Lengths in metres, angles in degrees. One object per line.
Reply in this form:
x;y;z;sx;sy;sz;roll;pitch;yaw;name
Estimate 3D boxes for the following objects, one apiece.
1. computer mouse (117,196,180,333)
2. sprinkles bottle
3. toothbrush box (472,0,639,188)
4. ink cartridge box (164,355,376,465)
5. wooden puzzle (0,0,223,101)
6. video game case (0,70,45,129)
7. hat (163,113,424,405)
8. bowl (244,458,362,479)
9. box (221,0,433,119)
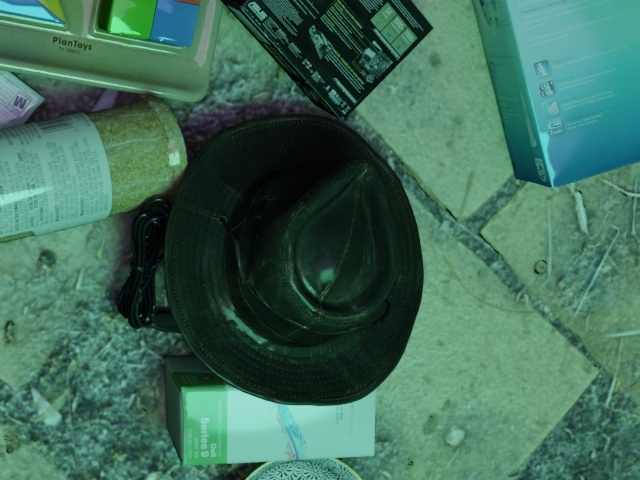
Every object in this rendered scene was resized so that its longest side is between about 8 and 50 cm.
-0.093;0.040;1.628;0.262;0.060;0.184;-1;129;-31;computer mouse
-0.316;-0.057;1.518;0.355;0.121;0.121;-15;101;-24;sprinkles bottle
0.301;-0.231;1.668;0.216;0.126;0.295;-18;102;-10;toothbrush box
-0.057;0.181;1.629;0.213;0.154;0.093;-3;98;-13;ink cartridge box
-0.235;-0.336;1.538;0.322;0.080;0.347;8;95;-22;wooden puzzle
-0.444;-0.139;1.558;0.232;0.042;0.210;38;88;-15;video game case
0.000;0.000;1.525;0.331;0.134;0.331;9;68;-24;hat
-0.030;0.313;1.692;0.170;0.080;0.170;-2;97;-13;bowl
0.006;-0.247;1.605;0.147;0.077;0.180;-46;119;-3;box
